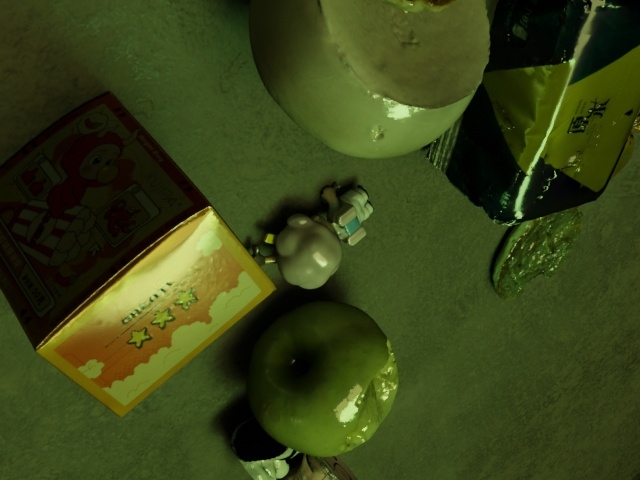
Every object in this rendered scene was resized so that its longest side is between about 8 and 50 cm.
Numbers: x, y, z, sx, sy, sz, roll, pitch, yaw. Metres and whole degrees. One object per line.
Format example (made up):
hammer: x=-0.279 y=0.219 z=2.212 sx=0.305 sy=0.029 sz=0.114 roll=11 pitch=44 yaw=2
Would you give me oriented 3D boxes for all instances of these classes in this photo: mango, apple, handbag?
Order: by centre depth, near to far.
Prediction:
apple: x=0.005 y=0.241 z=1.742 sx=0.279 sy=0.279 sz=0.279 roll=-24 pitch=137 yaw=-24
mango: x=0.568 y=-0.163 z=2.020 sx=0.103 sy=0.076 sz=0.161 roll=-20 pitch=145 yaw=-37
handbag: x=0.004 y=0.495 z=2.022 sx=0.116 sy=0.179 sz=0.205 roll=-45 pitch=176 yaw=4

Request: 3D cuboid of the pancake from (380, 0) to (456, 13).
pancake: x=0.098 y=-0.433 z=1.212 sx=0.356 sy=0.065 sz=0.356 roll=7 pitch=77 yaw=-32

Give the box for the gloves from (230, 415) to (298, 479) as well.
gloves: x=-0.095 y=0.382 z=1.898 sx=0.140 sy=0.131 sz=0.218 roll=-43 pitch=172 yaw=-5

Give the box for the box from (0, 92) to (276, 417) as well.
box: x=-0.259 y=0.012 z=1.266 sx=0.259 sy=0.283 sz=0.214 roll=-39 pitch=140 yaw=-7

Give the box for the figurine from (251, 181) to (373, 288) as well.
figurine: x=0.000 y=0.000 z=1.636 sx=0.229 sy=0.112 sz=0.137 roll=-41 pitch=138 yaw=-21

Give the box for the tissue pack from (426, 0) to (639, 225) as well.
tissue pack: x=0.361 y=-0.260 z=1.603 sx=0.264 sy=0.253 sz=0.416 roll=-12 pitch=133 yaw=-34

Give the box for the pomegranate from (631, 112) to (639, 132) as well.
pomegranate: x=0.591 y=-0.291 z=1.806 sx=0.215 sy=0.215 sz=0.215 roll=-24 pitch=137 yaw=-24

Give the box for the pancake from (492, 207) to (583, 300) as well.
pancake: x=0.452 y=0.017 z=2.108 sx=0.253 sy=0.037 sz=0.253 roll=-25 pitch=137 yaw=-25

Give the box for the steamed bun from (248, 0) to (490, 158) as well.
steamed bun: x=0.055 y=-0.262 z=1.297 sx=0.324 sy=0.324 sz=0.206 roll=-11 pitch=174 yaw=-35
